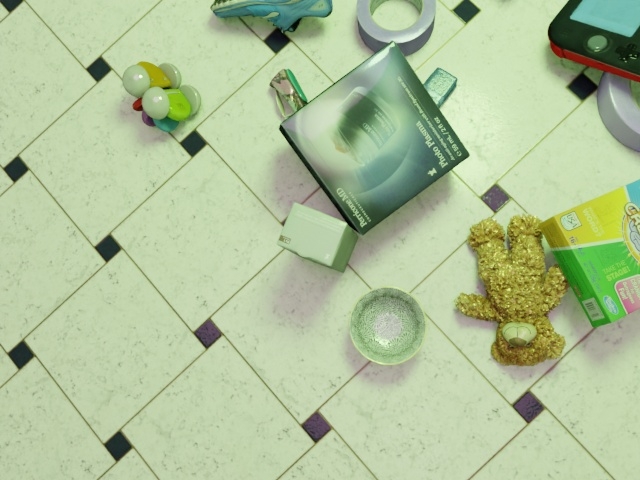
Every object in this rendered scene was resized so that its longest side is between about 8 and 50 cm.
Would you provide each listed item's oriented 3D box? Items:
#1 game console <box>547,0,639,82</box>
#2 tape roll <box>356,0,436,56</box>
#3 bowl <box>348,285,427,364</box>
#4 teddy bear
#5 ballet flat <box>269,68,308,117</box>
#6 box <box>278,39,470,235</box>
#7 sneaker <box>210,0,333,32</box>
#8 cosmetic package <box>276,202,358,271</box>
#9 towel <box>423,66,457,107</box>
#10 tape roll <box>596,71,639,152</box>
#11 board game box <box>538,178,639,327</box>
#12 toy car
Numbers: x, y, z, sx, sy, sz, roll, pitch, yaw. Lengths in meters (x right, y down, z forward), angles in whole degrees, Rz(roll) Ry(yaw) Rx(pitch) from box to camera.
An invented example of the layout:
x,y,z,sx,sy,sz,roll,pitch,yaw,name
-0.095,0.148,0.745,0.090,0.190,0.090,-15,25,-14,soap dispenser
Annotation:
x,y,z,sx,sy,sz,roll,pitch,yaw,name
0.731,-0.510,1.351,0.342,0.060,0.386,32,78,35,game console
0.182,-0.544,1.492,0.188,0.080,0.189,-1,81,8,tape roll
0.150,0.189,1.382,0.170,0.080,0.170,-1,81,6,bowl
0.422,0.103,1.349,0.245,0.113,0.338,10,82,10,teddy bear
-0.052,-0.313,1.494,0.079,0.077,0.222,-39,74,18,ballet flat
0.111,-0.216,1.359,0.294,0.183,0.296,-37,99,2,box
-0.120,-0.565,1.503,0.329,0.147,0.130,5,55,28,sneaker
0.000,0.000,1.349,0.127,0.238,0.107,22,85,9,cosmetic package
0.268,-0.350,1.477,0.067,0.029,0.119,38,88,11,towel
0.773,-0.332,1.384,0.274,0.090,0.275,-1,82,7,tape roll
0.652,0.010,1.307,0.316,0.064,0.242,-22,79,-17,board game box
-0.397,-0.342,1.511,0.182,0.159,0.136,48,124,11,toy car
